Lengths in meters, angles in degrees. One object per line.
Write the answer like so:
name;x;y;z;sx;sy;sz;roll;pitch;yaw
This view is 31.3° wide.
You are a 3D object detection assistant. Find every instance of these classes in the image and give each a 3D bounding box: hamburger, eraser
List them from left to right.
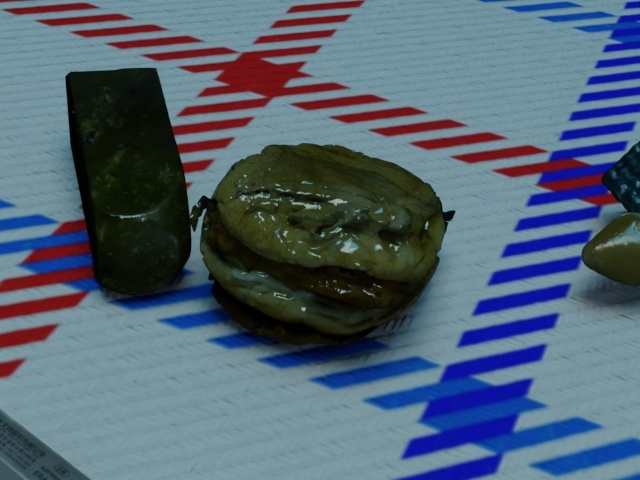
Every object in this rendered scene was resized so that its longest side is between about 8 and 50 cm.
eraser;-0.187;0.141;0.703;0.122;0.052;0.029;30;43;24
hamburger;0.000;0.000;0.879;0.183;0.129;0.206;18;21;10

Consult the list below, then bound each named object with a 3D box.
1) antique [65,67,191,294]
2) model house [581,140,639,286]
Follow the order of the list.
antique;-0.156;-0.050;0.927;0.080;0.081;0.221;-7;41;-15
model house;0.345;-0.032;0.928;0.291;0.184;0.253;-16;49;-21
